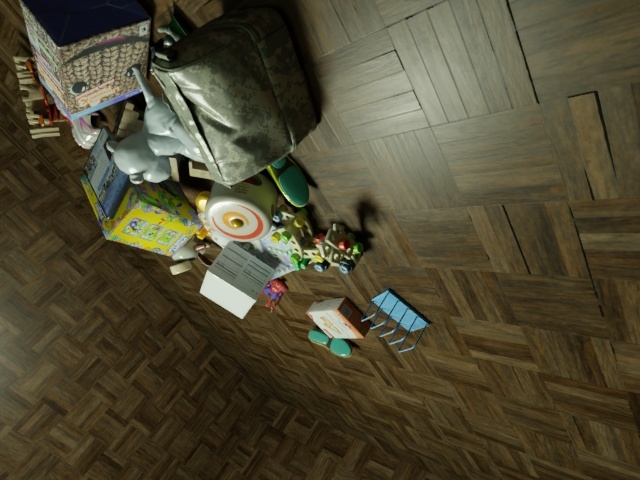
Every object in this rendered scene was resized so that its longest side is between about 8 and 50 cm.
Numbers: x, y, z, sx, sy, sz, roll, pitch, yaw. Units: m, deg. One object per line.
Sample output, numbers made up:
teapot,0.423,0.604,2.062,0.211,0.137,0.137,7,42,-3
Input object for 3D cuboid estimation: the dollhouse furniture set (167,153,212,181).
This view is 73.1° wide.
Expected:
dollhouse furniture set,-0.414,-0.266,1.379,0.183,0.130,0.129,10,152,-9

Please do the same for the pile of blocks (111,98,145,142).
pile of blocks,-0.633,-0.378,1.467,0.112,0.149,0.362,17,171,-31

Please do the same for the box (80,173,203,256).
box,-0.607,-0.130,1.481,0.290,0.177,0.279,53,-167,29

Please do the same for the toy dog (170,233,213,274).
toy dog,-0.519,0.024,1.797,0.160,0.334,0.220,-13,115,5

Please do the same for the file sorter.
file sorter,0.232,0.257,1.368,0.170,0.104,0.118,40,150,-1

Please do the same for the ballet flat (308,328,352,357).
ballet flat,0.055,0.441,1.875,0.232,0.080,0.073,20,174,34

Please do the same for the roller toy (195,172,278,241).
roller toy,-0.224,-0.095,1.223,0.191,0.146,0.209,-20,132,29

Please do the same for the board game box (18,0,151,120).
board game box,-0.578,-0.480,1.093,0.141,0.232,0.291,52,151,-1

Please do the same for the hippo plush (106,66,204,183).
hippo plush,-0.422,-0.245,1.163,0.234,0.236,0.294,44,-177,11

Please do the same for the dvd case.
dvd case,-0.656,-0.212,1.332,0.253,0.022,0.180,50,116,29

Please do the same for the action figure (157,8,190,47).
action figure,-0.291,-0.424,1.048,0.232,0.063,0.137,41,156,-3

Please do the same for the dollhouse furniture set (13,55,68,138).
dollhouse furniture set,-1.036,-0.520,1.626,0.259,0.135,0.262,-5,97,60

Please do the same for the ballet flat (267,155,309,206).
ballet flat,-0.107,-0.194,1.165,0.231,0.077,0.077,55,168,-22

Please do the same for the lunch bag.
lunch bag,-0.180,-0.296,0.902,0.212,0.256,0.305,17,144,33

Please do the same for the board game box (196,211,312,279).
board game box,-0.269,0.011,1.574,0.390,0.050,0.390,41,148,-16

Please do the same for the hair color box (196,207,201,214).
hair color box,-0.420,-0.071,1.688,0.093,0.053,0.167,28,148,14

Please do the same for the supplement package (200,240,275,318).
supplement package,-0.321,0.156,1.635,0.204,0.145,0.262,33,148,-5

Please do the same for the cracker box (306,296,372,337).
cracker box,0.065,0.301,1.651,0.156,0.067,0.232,47,150,-14

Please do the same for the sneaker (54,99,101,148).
sneaker,-0.892,-0.478,1.616,0.103,0.111,0.252,-98,-16,-78

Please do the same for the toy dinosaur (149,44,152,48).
toy dinosaur,-0.364,-0.407,1.119,0.268,0.064,0.118,53,175,30

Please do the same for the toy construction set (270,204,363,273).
toy construction set,0.000,0.000,1.243,0.327,0.151,0.215,16,145,53

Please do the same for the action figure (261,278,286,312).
action figure,-0.225,0.244,1.835,0.091,0.139,0.280,39,148,-3
